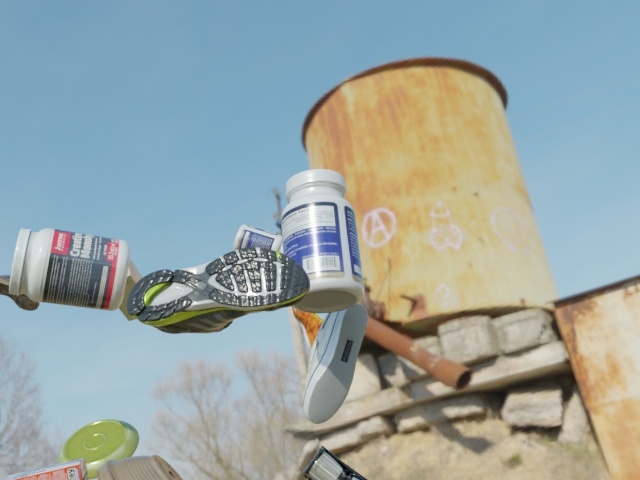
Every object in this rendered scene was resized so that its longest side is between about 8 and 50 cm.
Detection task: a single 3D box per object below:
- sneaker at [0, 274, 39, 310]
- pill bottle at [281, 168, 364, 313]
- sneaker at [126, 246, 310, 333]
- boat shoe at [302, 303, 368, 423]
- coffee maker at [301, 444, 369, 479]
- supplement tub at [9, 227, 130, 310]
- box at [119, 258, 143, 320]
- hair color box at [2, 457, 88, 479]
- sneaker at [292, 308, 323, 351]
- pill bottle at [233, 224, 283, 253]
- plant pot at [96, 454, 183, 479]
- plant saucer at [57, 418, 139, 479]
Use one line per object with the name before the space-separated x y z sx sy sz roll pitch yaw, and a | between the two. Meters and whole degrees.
sneaker | -0.850 0.137 2.107 0.071 0.188 0.066 -32 -43 -51
pill bottle | 0.000 0.000 1.484 0.153 0.264 0.153 -4 -25 -2
sneaker | -0.158 0.092 1.225 0.300 0.111 0.121 -8 -29 13
boat shoe | 0.016 0.254 1.586 0.096 0.267 0.088 22 -10 -35
coffee maker | 0.051 0.678 2.136 0.120 0.178 0.171 -56 -8 14
supplement tub | -0.639 0.073 1.904 0.272 0.191 0.191 10 -28 -19
box | -0.592 0.135 2.254 0.094 0.113 0.275 -20 -30 -7
hair color box | -0.593 0.517 1.596 0.167 0.053 0.093 -10 -6 -11
sneaker | -0.024 0.200 1.897 0.067 0.175 0.064 -23 9 14
pill bottle | -0.164 0.020 2.194 0.169 0.094 0.094 17 -21 6
plant pot | -0.361 0.544 1.605 0.110 0.237 0.237 -43 -19 -10
plant saucer | -0.653 0.598 2.165 0.241 0.241 0.037 -12 -62 -2
